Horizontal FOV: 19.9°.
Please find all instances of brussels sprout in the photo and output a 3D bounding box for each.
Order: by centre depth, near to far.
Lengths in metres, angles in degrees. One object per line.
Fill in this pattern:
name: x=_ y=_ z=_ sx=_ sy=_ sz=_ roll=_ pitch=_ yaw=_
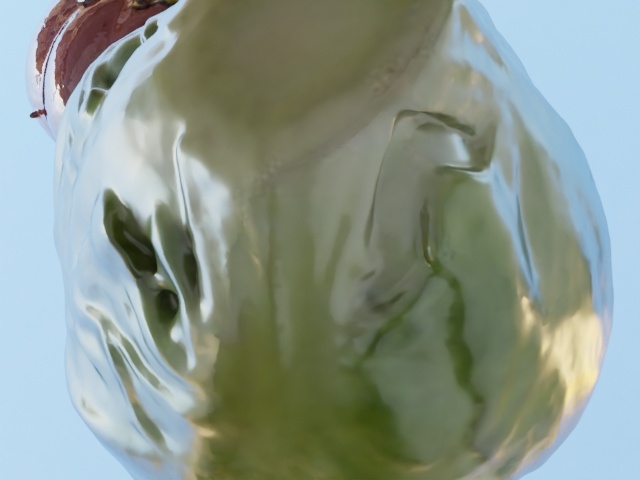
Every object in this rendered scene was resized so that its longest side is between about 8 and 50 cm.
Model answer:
brussels sprout: x=0.000 y=0.000 z=0.681 sx=0.210 sy=0.271 sz=0.219 roll=-12 pitch=-117 yaw=-3

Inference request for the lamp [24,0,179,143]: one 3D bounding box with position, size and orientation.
lamp: x=-0.068 y=-0.091 z=0.986 sx=0.182 sy=0.140 sz=0.182 roll=-11 pitch=-152 yaw=6
